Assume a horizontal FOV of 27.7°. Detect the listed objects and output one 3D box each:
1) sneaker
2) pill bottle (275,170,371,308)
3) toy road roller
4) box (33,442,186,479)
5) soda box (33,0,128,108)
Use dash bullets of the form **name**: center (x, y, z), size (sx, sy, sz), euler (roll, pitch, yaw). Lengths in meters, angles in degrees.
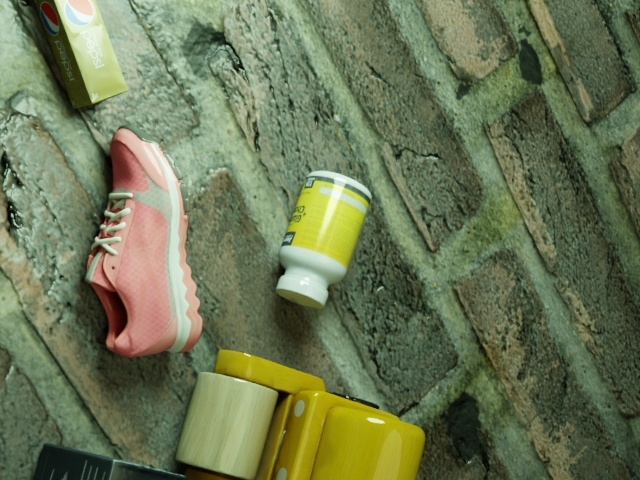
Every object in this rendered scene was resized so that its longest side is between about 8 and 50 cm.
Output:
- **sneaker**: center (-0.246, 0.007, 1.698), size (0.136, 0.116, 0.313), euler (-14, 97, -33)
- **pill bottle**: center (0.000, 0.000, 1.876), size (0.103, 0.103, 0.184), euler (29, 72, -31)
- **toy road roller**: center (-0.009, 0.287, 1.779), size (0.329, 0.240, 0.202), euler (22, 76, -33)
- **box**: center (-0.276, 0.343, 1.611), size (0.108, 0.207, 0.153), euler (21, 78, -33)
- **soda box**: center (-0.317, -0.267, 1.687), size (0.058, 0.061, 0.181), euler (-27, 104, -33)
